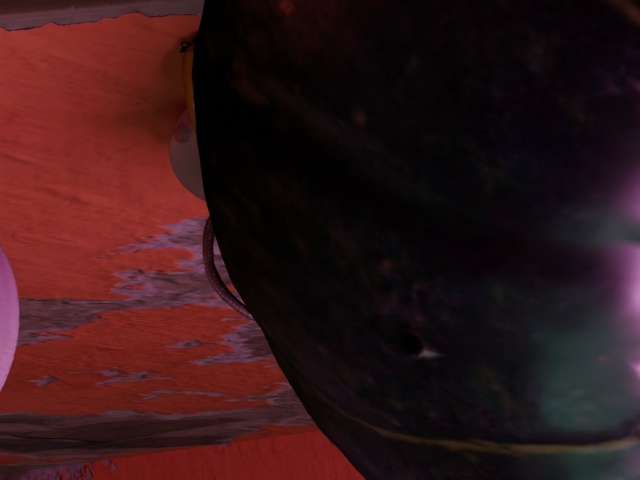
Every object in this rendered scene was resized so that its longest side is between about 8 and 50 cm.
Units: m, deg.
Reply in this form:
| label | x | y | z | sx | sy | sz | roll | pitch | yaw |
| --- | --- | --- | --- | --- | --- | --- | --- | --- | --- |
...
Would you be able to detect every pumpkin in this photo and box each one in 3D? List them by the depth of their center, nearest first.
| label | x | y | z | sx | sy | sz | roll | pitch | yaw |
| --- | --- | --- | --- | --- | --- | --- | --- | --- | --- |
| pumpkin | 0.122 | -0.049 | 0.453 | 0.323 | 0.323 | 0.241 | -1 | -153 | -15 |

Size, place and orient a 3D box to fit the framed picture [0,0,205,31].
| label | x | y | z | sx | sy | sz | roll | pitch | yaw |
| --- | --- | --- | --- | --- | --- | --- | --- | --- | --- |
| framed picture | -0.103 | -0.129 | 0.649 | 0.281 | 0.019 | 0.209 | -4 | 168 | 0 |

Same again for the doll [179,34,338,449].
| label | x | y | z | sx | sy | sz | roll | pitch | yaw |
| --- | --- | --- | --- | --- | --- | --- | --- | --- | --- |
| doll | 0.000 | 0.000 | 0.814 | 0.135 | 0.220 | 0.143 | -10 | 170 | 8 |

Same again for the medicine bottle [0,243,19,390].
| label | x | y | z | sx | sy | sz | roll | pitch | yaw |
| --- | --- | --- | --- | --- | --- | --- | --- | --- | --- |
| medicine bottle | -0.295 | 0.012 | 0.770 | 0.214 | 0.213 | 0.378 | -6 | 168 | 7 |

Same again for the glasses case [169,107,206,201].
| label | x | y | z | sx | sy | sz | roll | pitch | yaw |
| --- | --- | --- | --- | --- | --- | --- | --- | --- | --- |
| glasses case | 0.013 | -0.045 | 0.918 | 0.204 | 0.051 | 0.081 | 3 | 147 | 12 |
